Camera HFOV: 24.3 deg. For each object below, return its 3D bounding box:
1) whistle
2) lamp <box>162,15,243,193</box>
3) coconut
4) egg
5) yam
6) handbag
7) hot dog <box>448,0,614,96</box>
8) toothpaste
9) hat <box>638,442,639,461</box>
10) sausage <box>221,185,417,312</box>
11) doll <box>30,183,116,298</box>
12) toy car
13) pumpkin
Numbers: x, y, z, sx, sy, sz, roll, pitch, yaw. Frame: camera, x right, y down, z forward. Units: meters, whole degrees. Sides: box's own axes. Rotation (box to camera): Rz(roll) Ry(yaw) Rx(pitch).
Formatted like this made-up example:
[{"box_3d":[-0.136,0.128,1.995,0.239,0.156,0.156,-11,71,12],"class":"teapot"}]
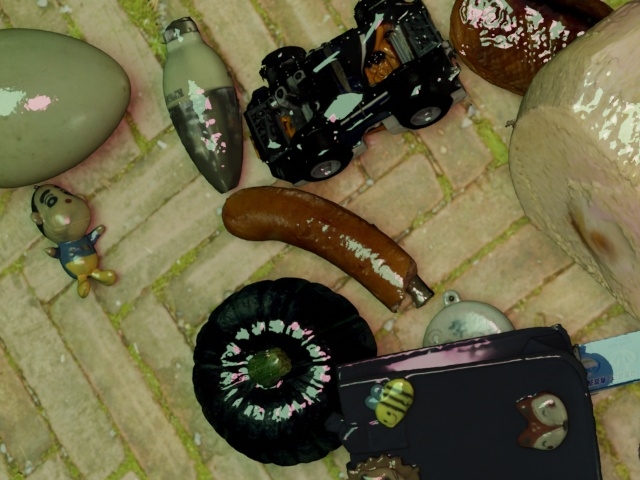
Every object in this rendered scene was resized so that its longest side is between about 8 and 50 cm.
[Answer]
[{"box_3d":[0.214,0.184,1.924,0.126,0.067,0.258,-22,85,22],"class":"whistle"},{"box_3d":[-0.160,-0.185,2.040,0.101,0.101,0.250,-20,87,15],"class":"lamp"},{"box_3d":[0.444,-0.109,1.720,0.404,0.404,0.404,-1,87,17],"class":"coconut"},{"box_3d":[-0.405,-0.185,2.050,0.295,0.218,0.218,-8,85,8],"class":"egg"},{"box_3d":[0.100,0.033,1.984,0.033,0.027,0.129,-43,76,9],"class":"yam"},{"box_3d":[0.179,0.281,1.824,0.329,0.122,0.303,-9,103,1],"class":"handbag"},{"box_3d":[0.279,-0.263,1.900,0.227,0.099,0.160,28,92,5],"class":"hot dog"},{"box_3d":[0.398,0.148,1.876,0.272,0.053,0.066,-15,79,16],"class":"toothpaste"},{"box_3d":[0.437,0.266,1.770,0.129,0.227,0.140,7,84,17],"class":"hat"},{"box_3d":[0.000,-0.005,1.970,0.302,0.076,0.103,26,116,23],"class":"sausage"},{"box_3d":[-0.352,-0.009,2.096,0.179,0.102,0.089,53,141,12],"class":"doll"},{"box_3d":[0.037,-0.197,1.969,0.301,0.118,0.193,-30,65,16],"class":"toy car"},{"box_3d":[-0.052,0.163,1.909,0.248,0.248,0.248,-1,87,17],"class":"pumpkin"}]
